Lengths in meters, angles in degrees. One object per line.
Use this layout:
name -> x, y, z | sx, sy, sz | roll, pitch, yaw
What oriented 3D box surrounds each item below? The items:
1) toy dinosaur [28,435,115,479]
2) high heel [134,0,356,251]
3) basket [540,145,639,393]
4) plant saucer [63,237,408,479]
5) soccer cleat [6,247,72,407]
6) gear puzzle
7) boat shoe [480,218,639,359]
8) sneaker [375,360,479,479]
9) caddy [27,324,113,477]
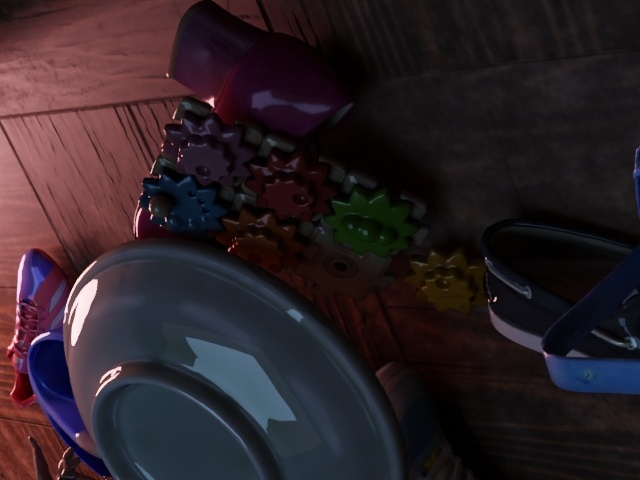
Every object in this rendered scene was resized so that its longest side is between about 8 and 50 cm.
toy dinosaur -> -0.239, 0.343, 1.532 | 0.296, 0.127, 0.200 | 23, 167, 33
high heel -> -0.075, -0.035, 1.263 | 0.181, 0.127, 0.377 | 34, 140, 24
basket -> 0.307, 0.010, 0.804 | 0.255, 0.289, 0.201 | 3, 119, 46
plant saucer -> -0.111, 0.190, 1.285 | 0.401, 0.100, 0.400 | 19, 131, 23
soccer cleat -> -0.367, 0.117, 1.701 | 0.083, 0.095, 0.248 | 30, 139, 22
gear puzzle -> 0.000, 0.000, 1.197 | 0.339, 0.044, 0.175 | 23, 138, -8
boat shoe -> 0.253, 0.054, 1.039 | 0.303, 0.114, 0.091 | 11, 135, 37
sneaker -> 0.142, 0.263, 1.319 | 0.208, 0.127, 0.319 | 23, 145, 31
caddy -> -0.199, 0.196, 1.542 | 0.341, 0.179, 0.241 | 11, 130, 37
